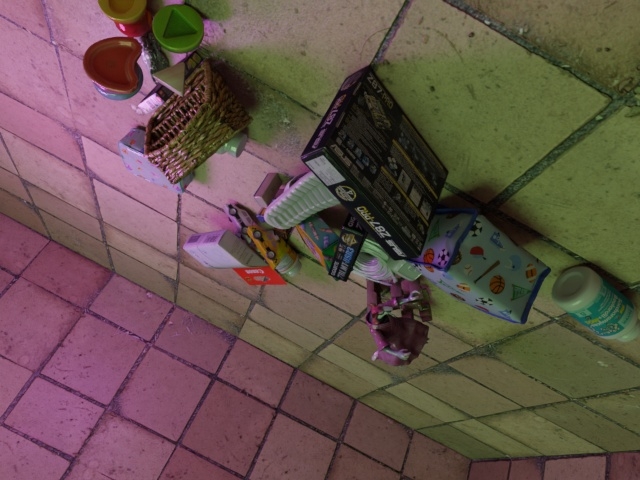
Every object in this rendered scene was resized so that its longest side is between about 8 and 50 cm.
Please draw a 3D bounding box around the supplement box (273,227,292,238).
[{"bbox_3d":[-0.143,-0.055,1.848,0.055,0.083,0.043,17,147,16],"label":"supplement box"}]

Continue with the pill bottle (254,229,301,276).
[{"bbox_3d":[-0.176,0.061,2.015,0.117,0.117,0.215,-7,135,43],"label":"pill bottle"}]

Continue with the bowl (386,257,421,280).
[{"bbox_3d":[0.325,0.082,1.654,0.142,0.053,0.142,29,119,-29],"label":"bowl"}]

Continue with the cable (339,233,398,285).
[{"bbox_3d":[0.178,0.051,1.762,0.257,0.089,0.257,15,146,21],"label":"cable"}]

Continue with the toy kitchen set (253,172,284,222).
[{"bbox_3d":[-0.207,-0.134,1.741,0.166,0.122,0.207,4,142,33],"label":"toy kitchen set"}]

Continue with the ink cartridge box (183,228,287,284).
[{"bbox_3d":[-0.374,0.111,2.041,0.308,0.091,0.385,-6,135,47],"label":"ink cartridge box"}]

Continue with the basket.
[{"bbox_3d":[-0.391,-0.336,1.362,0.299,0.213,0.223,-31,106,26],"label":"basket"}]

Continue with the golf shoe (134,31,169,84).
[{"bbox_3d":[-0.514,-0.559,1.414,0.086,0.069,0.176,38,151,22],"label":"golf shoe"}]

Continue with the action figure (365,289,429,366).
[{"bbox_3d":[0.266,0.325,1.807,0.275,0.248,0.370,2,147,44],"label":"action figure"}]

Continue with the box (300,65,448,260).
[{"bbox_3d":[0.159,-0.190,1.191,0.097,0.318,0.395,-12,133,47],"label":"box"}]

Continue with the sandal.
[{"bbox_3d":[-0.037,-0.170,1.559,0.416,0.102,0.169,-26,139,31],"label":"sandal"}]

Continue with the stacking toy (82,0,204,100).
[{"bbox_3d":[-0.463,-0.506,1.258,0.279,0.309,0.130,13,170,-7],"label":"stacking toy"}]

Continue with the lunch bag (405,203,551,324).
[{"bbox_3d":[0.428,0.057,1.431,0.327,0.239,0.385,35,171,-16],"label":"lunch bag"}]

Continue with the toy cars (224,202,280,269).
[{"bbox_3d":[-0.260,-0.034,1.874,0.393,0.087,0.176,39,155,43],"label":"toy cars"}]

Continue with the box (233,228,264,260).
[{"bbox_3d":[-0.315,0.041,2.092,0.203,0.114,0.103,30,151,-7],"label":"box"}]

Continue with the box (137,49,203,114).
[{"bbox_3d":[-0.430,-0.455,1.344,0.114,0.207,0.036,-8,135,44],"label":"box"}]

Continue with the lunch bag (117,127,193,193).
[{"bbox_3d":[-0.640,-0.306,1.825,0.279,0.108,0.224,25,154,6],"label":"lunch bag"}]

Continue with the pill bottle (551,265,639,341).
[{"bbox_3d":[0.851,0.203,1.426,0.264,0.146,0.146,34,148,-13],"label":"pill bottle"}]

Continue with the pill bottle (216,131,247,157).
[{"bbox_3d":[-0.342,-0.348,1.533,0.186,0.112,0.112,25,149,2],"label":"pill bottle"}]

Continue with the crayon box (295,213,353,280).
[{"bbox_3d":[0.000,0.000,1.681,0.278,0.081,0.165,49,169,48],"label":"crayon box"}]

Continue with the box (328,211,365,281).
[{"bbox_3d":[0.124,-0.062,1.434,0.073,0.293,0.295,22,149,6],"label":"box"}]

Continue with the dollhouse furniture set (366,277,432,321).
[{"bbox_3d":[0.319,0.225,1.913,0.242,0.161,0.212,-14,135,18],"label":"dollhouse furniture set"}]
